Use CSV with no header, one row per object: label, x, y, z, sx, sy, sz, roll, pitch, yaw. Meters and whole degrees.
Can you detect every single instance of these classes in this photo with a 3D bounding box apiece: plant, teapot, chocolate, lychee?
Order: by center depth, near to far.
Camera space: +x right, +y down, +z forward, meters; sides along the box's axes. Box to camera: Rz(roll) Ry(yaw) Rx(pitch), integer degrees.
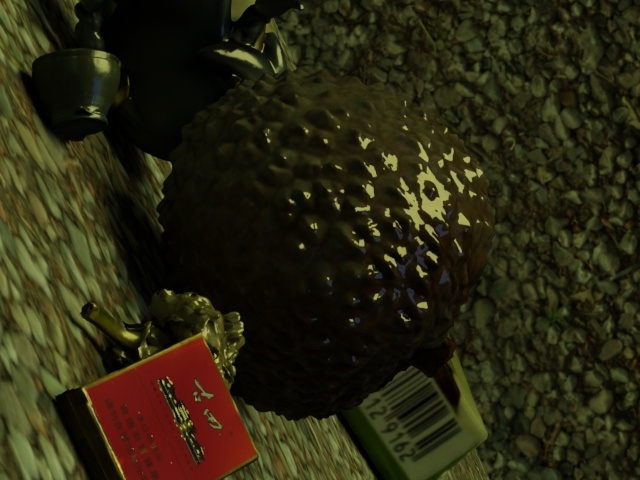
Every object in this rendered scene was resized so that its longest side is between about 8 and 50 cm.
plant,-0.117,0.076,1.256,0.122,0.104,0.116,29,-19,-22
teapot,-0.184,-0.107,1.419,0.088,0.066,0.057,128,-40,-72
lychee,-0.001,0.005,1.525,0.300,0.300,0.300,63,7,-13
chocolate,0.065,0.103,2.224,0.301,0.137,0.288,60,8,-39

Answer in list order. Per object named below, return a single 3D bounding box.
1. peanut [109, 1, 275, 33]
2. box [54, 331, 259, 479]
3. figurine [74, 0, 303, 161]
peanut,-0.124,-0.204,1.825,0.257,0.123,0.123,44,-11,46
box,-0.097,0.115,1.148,0.133,0.023,0.090,-21,87,-58
figurine,-0.118,-0.193,1.616,0.175,0.197,0.265,-108,173,-67
